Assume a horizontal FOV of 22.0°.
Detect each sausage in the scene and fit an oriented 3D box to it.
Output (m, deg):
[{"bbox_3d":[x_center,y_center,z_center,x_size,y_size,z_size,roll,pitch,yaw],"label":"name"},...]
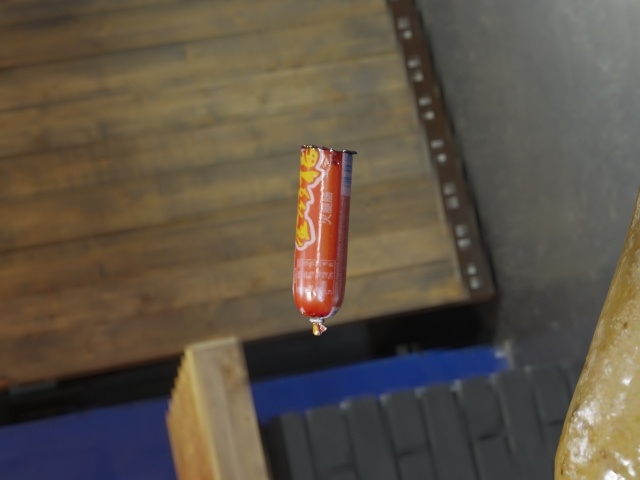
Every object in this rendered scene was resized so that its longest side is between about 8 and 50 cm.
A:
[{"bbox_3d":[0.272,-0.028,1.117,0.123,0.136,0.501,15,88,45],"label":"sausage"},{"bbox_3d":[0.000,0.000,1.262,0.050,0.048,0.145,2,88,38],"label":"sausage"}]
